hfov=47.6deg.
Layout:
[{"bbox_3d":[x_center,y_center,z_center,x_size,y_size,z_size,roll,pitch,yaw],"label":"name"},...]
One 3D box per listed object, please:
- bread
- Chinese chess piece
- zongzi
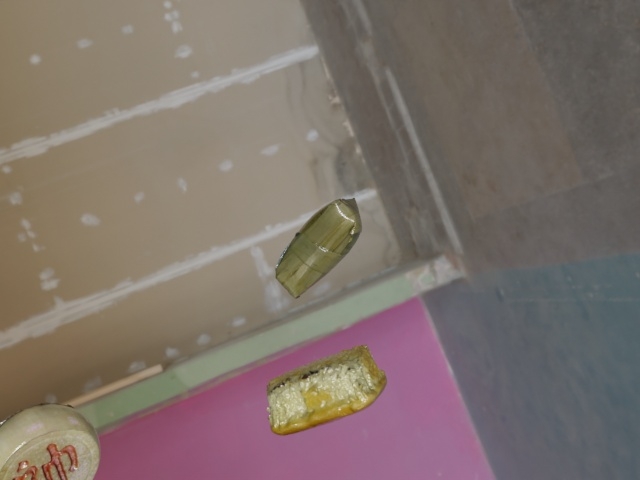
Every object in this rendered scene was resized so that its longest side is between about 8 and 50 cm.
[{"bbox_3d":[0.007,0.295,1.431,0.121,0.245,0.174,66,-164,6],"label":"bread"},{"bbox_3d":[-0.647,0.509,1.680,0.112,0.270,0.270,32,146,42],"label":"Chinese chess piece"},{"bbox_3d":[0.000,0.000,1.614,0.115,0.228,0.256,40,-168,-6],"label":"zongzi"}]
